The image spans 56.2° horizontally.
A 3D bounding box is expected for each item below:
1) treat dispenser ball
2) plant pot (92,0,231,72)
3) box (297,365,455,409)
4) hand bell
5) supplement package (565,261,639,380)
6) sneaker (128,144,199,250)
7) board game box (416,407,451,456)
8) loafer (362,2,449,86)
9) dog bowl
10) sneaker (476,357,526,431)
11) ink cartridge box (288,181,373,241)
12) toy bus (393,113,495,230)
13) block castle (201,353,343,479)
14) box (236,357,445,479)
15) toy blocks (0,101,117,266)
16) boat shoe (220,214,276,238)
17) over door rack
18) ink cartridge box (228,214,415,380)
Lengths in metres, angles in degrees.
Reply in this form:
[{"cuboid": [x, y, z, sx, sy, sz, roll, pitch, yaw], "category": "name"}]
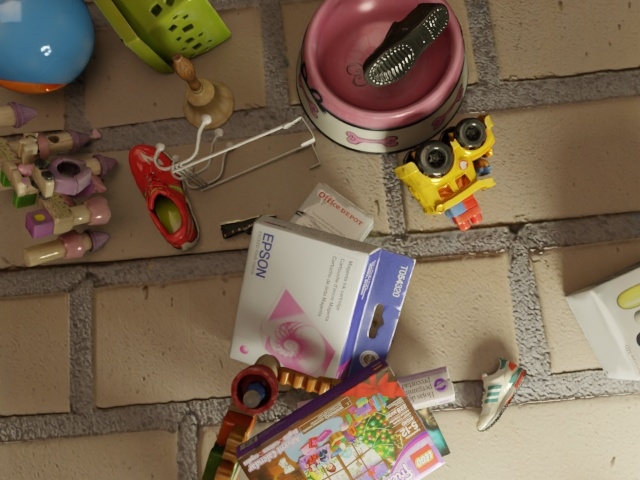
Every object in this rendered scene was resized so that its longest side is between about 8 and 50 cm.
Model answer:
[{"cuboid": [-0.667, -0.481, 1.362, 0.288, 0.288, 0.288, -1, 80, 5], "category": "treat dispenser ball"}, {"cuboid": [-0.376, -0.536, 1.385, 0.207, 0.228, 0.227, -38, 80, 4], "category": "plant pot"}, {"cuboid": [0.115, 0.335, 1.247, 0.324, 0.067, 0.063, -15, 65, 6], "category": "box"}, {"cuboid": [-0.278, -0.348, 1.328, 0.126, 0.242, 0.126, -1, 80, 4], "category": "hand bell"}, {"cuboid": [0.651, 0.151, 1.207, 0.203, 0.149, 0.194, -25, 79, -1], "category": "supplement package"}, {"cuboid": [-0.357, -0.109, 1.355, 0.107, 0.118, 0.279, -30, 79, -1], "category": "sneaker"}, {"cuboid": [0.163, 0.426, 1.263, 0.186, 0.026, 0.126, -25, 79, 0], "category": "board game box"}, {"cuboid": [0.168, -0.408, 1.244, 0.220, 0.080, 0.078, -41, 46, -2], "category": "loafer"}, {"cuboid": [0.138, -0.410, 1.352, 0.407, 0.150, 0.408, -1, 81, 5], "category": "dog bowl"}, {"cuboid": [0.361, 0.321, 1.257, 0.075, 0.057, 0.161, 34, 86, 26], "category": "sneaker"}, {"cuboid": [0.000, 0.000, 1.321, 0.153, 0.087, 0.208, 37, 86, 10], "category": "ink cartridge box"}, {"cuboid": [0.302, -0.139, 1.301, 0.220, 0.149, 0.211, -33, 92, -4], "category": "toy bus"}, {"cuboid": [-0.069, 0.465, 1.127, 0.303, 0.213, 0.453, 17, 97, 4], "category": "block castle"}, {"cuboid": [0.034, 0.361, 1.007, 0.293, 0.057, 0.201, -31, 97, -5], "category": "box"}, {"cuboid": [-0.551, -0.148, 1.318, 0.260, 0.309, 0.289, -20, 65, -42], "category": "toy blocks"}, {"cuboid": [-0.162, -0.033, 1.363, 0.133, 0.049, 0.042, -12, 84, 5], "category": "boat shoe"}, {"cuboid": [-0.169, -0.200, 1.297, 0.324, 0.239, 0.108, -11, 85, 3], "category": "over door rack"}, {"cuboid": [-0.006, 0.143, 1.235, 0.330, 0.071, 0.324, 16, 111, 8], "category": "ink cartridge box"}]
